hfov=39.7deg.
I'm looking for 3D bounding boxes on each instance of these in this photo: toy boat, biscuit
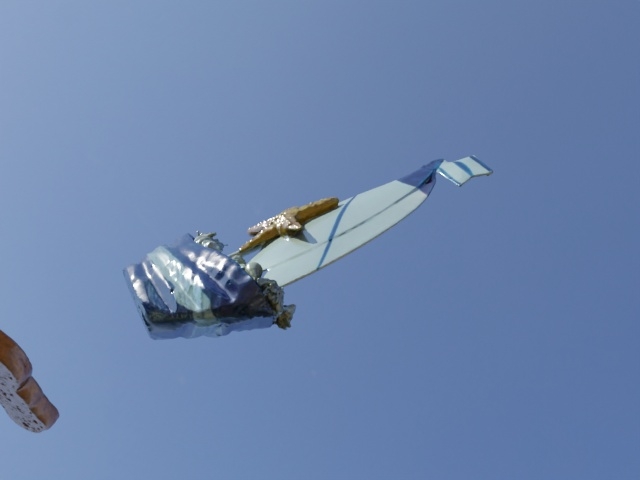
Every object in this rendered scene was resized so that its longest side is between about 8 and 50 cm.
[{"bbox_3d":[0.000,0.000,0.670,0.291,0.220,0.067,-20,-76,-14],"label":"toy boat"},{"bbox_3d":[-0.471,0.149,1.197,0.202,0.047,0.334,16,-36,18],"label":"biscuit"}]
